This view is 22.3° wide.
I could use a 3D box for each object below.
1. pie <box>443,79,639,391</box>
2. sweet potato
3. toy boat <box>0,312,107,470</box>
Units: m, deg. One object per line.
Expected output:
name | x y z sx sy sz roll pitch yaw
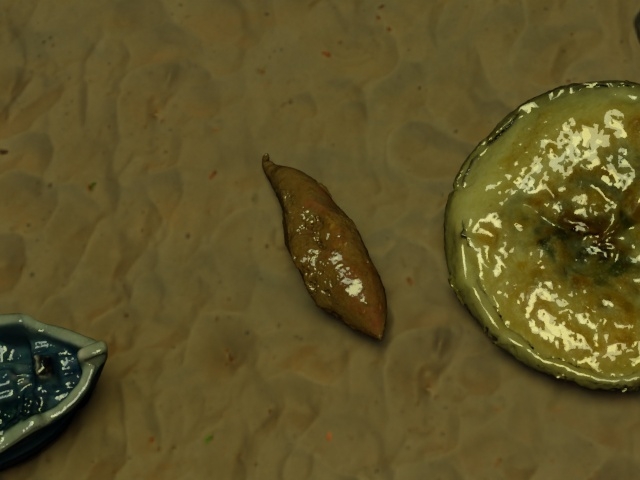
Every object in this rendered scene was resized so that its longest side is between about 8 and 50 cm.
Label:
pie | 0.232 -0.008 1.308 0.274 0.055 0.274 -3 65 7
sweet potato | 0.000 0.000 1.335 0.068 0.060 0.206 -6 49 -30
toy boat | -0.312 0.128 1.270 0.309 0.142 0.129 -15 63 2
